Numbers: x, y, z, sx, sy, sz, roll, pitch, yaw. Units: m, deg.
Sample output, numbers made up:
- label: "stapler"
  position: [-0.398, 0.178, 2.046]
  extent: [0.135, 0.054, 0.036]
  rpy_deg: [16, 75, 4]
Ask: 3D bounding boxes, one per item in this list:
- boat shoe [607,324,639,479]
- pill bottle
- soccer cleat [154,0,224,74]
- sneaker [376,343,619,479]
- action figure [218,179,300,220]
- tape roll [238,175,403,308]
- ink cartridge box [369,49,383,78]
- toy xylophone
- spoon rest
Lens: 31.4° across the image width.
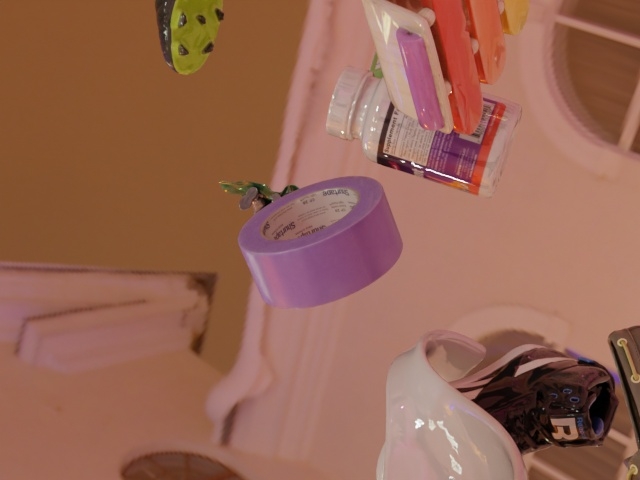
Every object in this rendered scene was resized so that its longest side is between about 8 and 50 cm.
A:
- label: "boat shoe"
  position: [0.382, 0.240, 1.268]
  extent: [0.109, 0.091, 0.305]
  rpy_deg: [58, -152, -65]
- label: "pill bottle"
  position: [0.109, -0.123, 1.225]
  extent: [0.108, 0.193, 0.108]
  rpy_deg: [19, -90, -79]
- label: "soccer cleat"
  position: [-0.123, -0.234, 0.981]
  extent: [0.060, 0.072, 0.179]
  rpy_deg: [-12, -71, -43]
- label: "sneaker"
  position: [0.155, 0.151, 0.924]
  extent: [0.217, 0.121, 0.079]
  rpy_deg: [-31, -70, -31]
- label: "action figure"
  position: [-0.065, -0.034, 1.678]
  extent: [0.232, 0.137, 0.063]
  rpy_deg: [55, -128, -76]
- label: "tape roll"
  position: [0.000, 0.000, 1.391]
  extent: [0.189, 0.189, 0.080]
  rpy_deg: [-36, -63, -32]
- label: "ink cartridge box"
  position: [0.114, -0.196, 1.484]
  extent: [0.209, 0.062, 0.109]
  rpy_deg: [-76, -37, -60]
- label: "toy xylophone"
  position: [0.120, -0.250, 0.909]
  extent: [0.323, 0.081, 0.236]
  rpy_deg: [-61, -33, -21]
- label: "spoon rest"
  position: [0.094, 0.158, 0.878]
  extent: [0.084, 0.276, 0.137]
  rpy_deg: [39, -67, -18]
